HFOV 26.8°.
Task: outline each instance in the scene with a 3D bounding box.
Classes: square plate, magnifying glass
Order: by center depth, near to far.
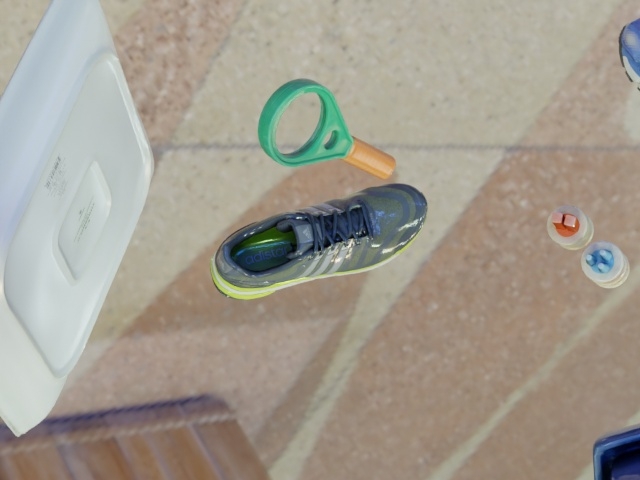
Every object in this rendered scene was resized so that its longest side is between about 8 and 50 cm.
[{"bbox_3d":[-0.243,-0.021,1.261,0.344,0.049,0.347,83,23,-63],"label":"square plate"},{"bbox_3d":[0.012,-0.107,1.430,0.231,0.026,0.092,22,99,-53],"label":"magnifying glass"}]

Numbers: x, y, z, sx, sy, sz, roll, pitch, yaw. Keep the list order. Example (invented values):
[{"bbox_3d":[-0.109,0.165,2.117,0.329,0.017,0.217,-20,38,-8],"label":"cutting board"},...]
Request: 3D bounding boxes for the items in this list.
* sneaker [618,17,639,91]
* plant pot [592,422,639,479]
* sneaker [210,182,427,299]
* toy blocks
[{"bbox_3d":[0.472,-0.188,1.386,0.130,0.330,0.147,-37,139,-51],"label":"sneaker"},{"bbox_3d":[0.428,0.323,1.496,0.236,0.212,0.236,-15,127,-3],"label":"plant pot"},{"bbox_3d":[0.000,0.000,1.739,0.300,0.111,0.121,-21,173,-3],"label":"sneaker"},{"bbox_3d":[0.333,0.003,1.692,0.054,0.123,0.148,-44,163,8],"label":"toy blocks"}]
